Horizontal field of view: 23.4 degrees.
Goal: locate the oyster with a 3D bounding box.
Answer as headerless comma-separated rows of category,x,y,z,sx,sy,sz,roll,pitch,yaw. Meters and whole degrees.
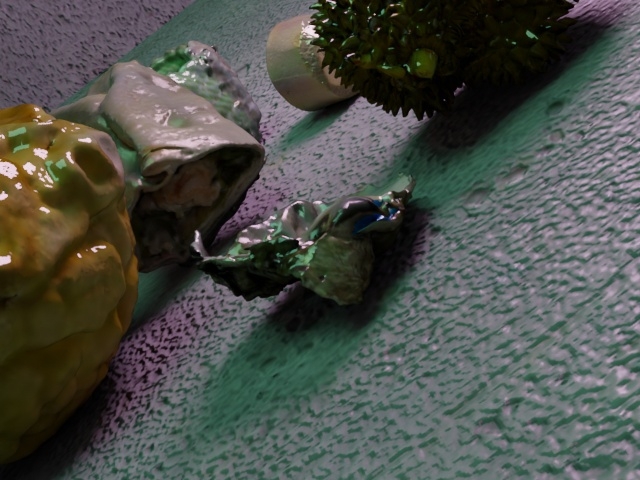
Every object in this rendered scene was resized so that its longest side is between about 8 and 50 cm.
oyster,0.000,0.000,1.316,0.223,0.083,0.214,-28,15,-40

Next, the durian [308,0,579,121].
durian,0.116,-0.240,1.468,0.293,0.258,0.258,-53,19,-13

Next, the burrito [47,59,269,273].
burrito,-0.220,-0.104,1.753,0.190,0.135,0.332,-58,41,5

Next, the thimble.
thimble,-0.185,-0.148,1.992,0.219,0.150,0.219,-35,16,12

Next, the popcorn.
popcorn,-0.334,0.046,1.493,0.344,0.354,0.390,-6,73,26

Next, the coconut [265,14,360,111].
coconut,-0.006,-0.215,1.861,0.122,0.116,0.116,-9,32,50
